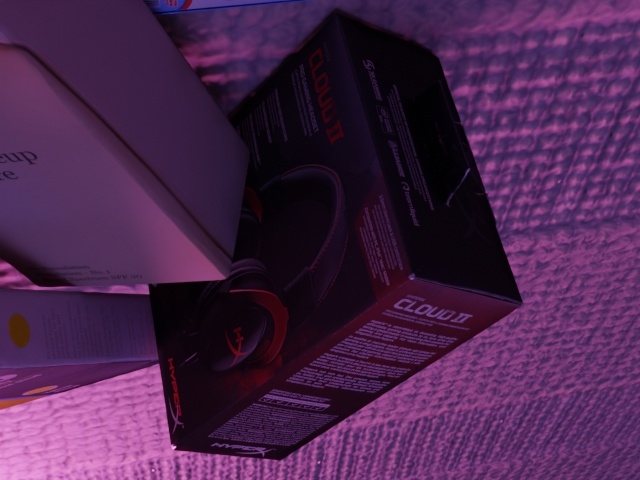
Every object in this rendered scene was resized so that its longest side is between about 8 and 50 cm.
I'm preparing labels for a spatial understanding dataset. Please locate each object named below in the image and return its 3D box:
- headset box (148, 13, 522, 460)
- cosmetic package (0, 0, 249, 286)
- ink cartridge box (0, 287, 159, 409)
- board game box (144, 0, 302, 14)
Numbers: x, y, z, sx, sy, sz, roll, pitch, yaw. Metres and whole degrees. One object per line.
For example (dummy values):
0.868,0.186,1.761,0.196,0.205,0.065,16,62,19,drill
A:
0.000,0.000,0.786,0.110,0.218,0.293,15,140,-39,headset box
-0.175,-0.086,0.655,0.160,0.113,0.309,-4,153,20,cosmetic package
-0.312,0.099,0.789,0.304,0.072,0.307,-16,171,21,ink cartridge box
-0.020,-0.204,0.625,0.212,0.039,0.160,-6,148,-8,board game box
